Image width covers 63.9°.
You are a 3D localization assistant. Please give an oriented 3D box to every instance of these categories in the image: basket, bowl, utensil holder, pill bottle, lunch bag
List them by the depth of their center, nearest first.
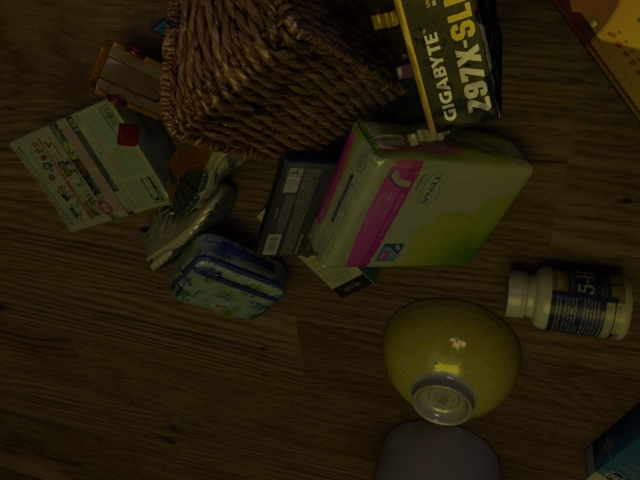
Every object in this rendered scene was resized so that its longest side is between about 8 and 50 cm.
[{"bbox_3d":[-0.065,-0.253,0.691,0.223,0.299,0.213,-30,74,30],"label":"basket"},{"bbox_3d":[0.419,0.102,0.884,0.186,0.112,0.112,6,125,17],"label":"pill bottle"},{"bbox_3d":[0.254,0.276,1.045,0.289,0.156,0.289,11,127,14],"label":"bowl"},{"bbox_3d":[-0.192,0.081,1.077,0.219,0.090,0.176,26,133,-30],"label":"lunch bag"},{"bbox_3d":[0.247,0.665,1.175,0.327,0.385,0.328,10,126,14],"label":"utensil holder"}]

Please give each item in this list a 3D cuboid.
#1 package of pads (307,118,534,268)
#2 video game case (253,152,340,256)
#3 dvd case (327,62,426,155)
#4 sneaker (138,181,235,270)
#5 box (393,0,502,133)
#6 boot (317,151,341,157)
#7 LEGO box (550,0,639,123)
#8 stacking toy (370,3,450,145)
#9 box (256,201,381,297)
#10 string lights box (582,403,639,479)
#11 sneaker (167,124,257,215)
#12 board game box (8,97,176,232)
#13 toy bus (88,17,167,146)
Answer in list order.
[{"bbox_3d":[0.153,-0.065,0.792,0.296,0.101,0.229,0,135,-27],"label":"package of pads"},{"bbox_3d":[0.043,-0.050,0.849,0.274,0.026,0.196,-1,134,-26],"label":"video game case"},{"bbox_3d":[0.098,-0.168,0.876,0.180,0.022,0.253,-1,123,20],"label":"dvd case"},{"bbox_3d":[-0.293,-0.045,1.062,0.281,0.105,0.115,-35,88,28],"label":"sneaker"},{"bbox_3d":[0.142,-0.301,0.572,0.079,0.322,0.257,-8,121,24],"label":"box"},{"bbox_3d":[0.014,-0.108,0.898,0.158,0.059,0.085,33,148,49],"label":"boot"},{"bbox_3d":[0.447,-0.159,0.523,0.500,0.372,0.193,46,127,-13],"label":"LEGO box"},{"bbox_3d":[0.136,-0.246,0.679,0.052,0.221,0.167,-8,122,26],"label":"stacking toy"},{"bbox_3d":[0.000,0.000,0.998,0.244,0.060,0.100,44,138,-13],"label":"box"},{"bbox_3d":[0.668,0.426,1.040,0.133,0.077,0.260,23,129,5],"label":"string lights box"},{"bbox_3d":[-0.173,-0.150,0.919,0.296,0.131,0.112,-48,63,36],"label":"sneaker"},{"bbox_3d":[-0.445,-0.156,1.048,0.303,0.097,0.224,-12,118,26],"label":"board game box"},{"bbox_3d":[-0.297,-0.268,0.901,0.104,0.191,0.202,35,147,51],"label":"toy bus"}]
